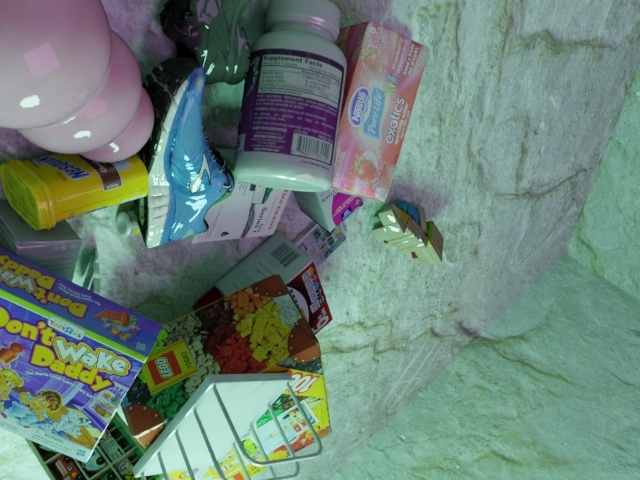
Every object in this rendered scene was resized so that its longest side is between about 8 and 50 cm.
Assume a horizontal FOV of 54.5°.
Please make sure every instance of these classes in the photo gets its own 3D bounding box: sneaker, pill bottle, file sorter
[{"bbox_3d":[-0.214,-0.138,0.998,0.147,0.129,0.329,-8,134,-28],"label":"sneaker"},{"bbox_3d":[-0.318,-0.033,1.107,0.083,0.043,0.043,-12,133,-47],"label":"pill bottle"},{"bbox_3d":[-0.046,-0.241,1.038,0.169,0.169,0.301,11,85,-57],"label":"pill bottle"},{"bbox_3d":[-0.163,0.390,1.103,0.193,0.173,0.277,12,125,-46],"label":"file sorter"},{"bbox_3d":[-0.170,-0.348,0.907,0.130,0.109,0.286,-22,138,-30],"label":"sneaker"}]

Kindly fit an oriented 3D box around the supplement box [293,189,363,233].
[{"bbox_3d":[0.005,-0.135,1.363,0.111,0.114,0.220,-42,147,-14],"label":"supplement box"}]

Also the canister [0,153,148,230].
[{"bbox_3d":[-0.357,-0.087,0.913,0.170,0.126,0.073,-23,132,-39],"label":"canister"}]

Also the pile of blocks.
[{"bbox_3d":[0.242,-0.032,1.829,0.113,0.148,0.362,-16,153,29],"label":"pile of blocks"}]

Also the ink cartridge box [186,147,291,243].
[{"bbox_3d":[-0.164,-0.089,1.203,0.220,0.093,0.160,-8,130,-49],"label":"ink cartridge box"}]

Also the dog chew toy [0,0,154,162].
[{"bbox_3d":[-0.322,-0.202,0.774,0.206,0.207,0.332,-48,157,-4],"label":"dog chew toy"}]

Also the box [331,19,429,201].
[{"bbox_3d":[0.071,-0.237,1.171,0.142,0.154,0.299,14,94,-29],"label":"box"}]

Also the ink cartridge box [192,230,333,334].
[{"bbox_3d":[-0.129,0.175,1.506,0.272,0.130,0.309,-40,149,-15],"label":"ink cartridge box"}]

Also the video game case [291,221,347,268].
[{"bbox_3d":[0.000,0.000,1.597,0.143,0.019,0.157,-44,149,-11],"label":"video game case"}]

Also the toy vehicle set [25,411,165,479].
[{"bbox_3d":[-0.446,0.427,1.221,0.166,0.267,0.035,-33,146,-29],"label":"toy vehicle set"}]

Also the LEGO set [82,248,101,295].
[{"bbox_3d":[-0.429,0.148,1.037,0.060,0.182,0.244,17,103,-26],"label":"LEGO set"}]

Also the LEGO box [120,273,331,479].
[{"bbox_3d":[-0.190,0.344,1.356,0.373,0.193,0.500,-25,146,-13],"label":"LEGO box"}]

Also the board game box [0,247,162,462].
[{"bbox_3d":[-0.433,0.143,0.862,0.233,0.347,0.078,-56,-167,24],"label":"board game box"}]

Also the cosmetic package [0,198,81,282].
[{"bbox_3d":[-0.456,0.066,0.951,0.107,0.127,0.237,-5,126,-49],"label":"cosmetic package"}]
